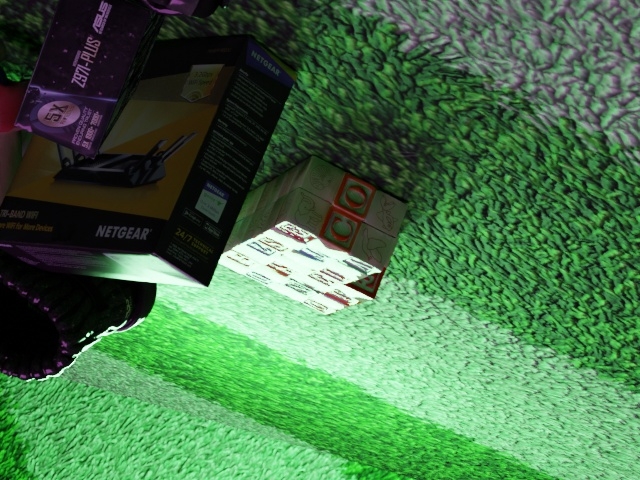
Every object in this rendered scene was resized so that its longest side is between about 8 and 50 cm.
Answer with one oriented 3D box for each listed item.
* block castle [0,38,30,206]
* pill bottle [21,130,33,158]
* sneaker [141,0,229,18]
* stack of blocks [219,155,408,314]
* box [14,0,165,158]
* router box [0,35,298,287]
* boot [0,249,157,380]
[{"bbox_3d":[-0.563,-0.137,2.013,0.453,0.213,0.303,7,-169,41],"label":"block castle"},{"bbox_3d":[-0.286,-0.087,2.120,0.245,0.136,0.136,21,164,3],"label":"pill bottle"},{"bbox_3d":[-0.074,-0.240,1.324,0.102,0.146,0.293,26,164,-12],"label":"sneaker"},{"bbox_3d":[0.000,0.000,2.110,0.171,0.087,0.297,26,164,-14],"label":"stack of blocks"},{"bbox_3d":[-0.189,-0.178,1.538,0.077,0.147,0.180,23,-155,-4],"label":"box"},{"bbox_3d":[-0.189,-0.084,1.812,0.308,0.243,0.081,3,155,48],"label":"router box"},{"bbox_3d":[-0.384,0.046,2.038,0.348,0.131,0.260,12,-164,18],"label":"boot"}]
